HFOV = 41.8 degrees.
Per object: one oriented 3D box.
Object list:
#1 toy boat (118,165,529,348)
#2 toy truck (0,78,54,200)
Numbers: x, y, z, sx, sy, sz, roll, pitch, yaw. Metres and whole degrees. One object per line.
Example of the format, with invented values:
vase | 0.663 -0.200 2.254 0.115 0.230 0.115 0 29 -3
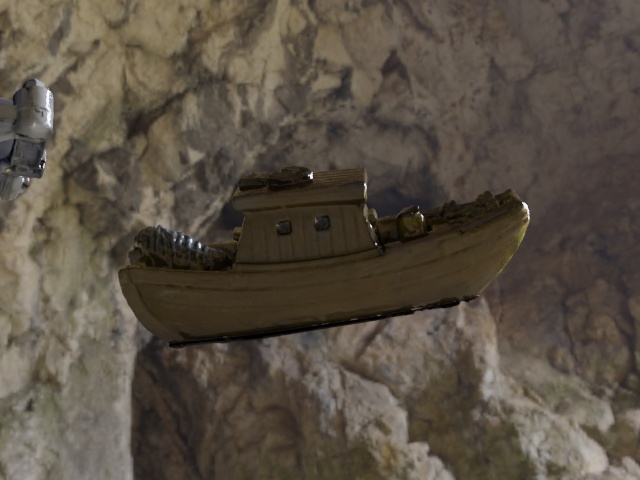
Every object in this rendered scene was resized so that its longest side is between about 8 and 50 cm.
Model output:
toy boat | 0.000 0.000 0.659 0.321 0.121 0.089 -9 14 5
toy truck | -0.308 -0.094 0.671 0.177 0.161 0.213 8 -23 -24
